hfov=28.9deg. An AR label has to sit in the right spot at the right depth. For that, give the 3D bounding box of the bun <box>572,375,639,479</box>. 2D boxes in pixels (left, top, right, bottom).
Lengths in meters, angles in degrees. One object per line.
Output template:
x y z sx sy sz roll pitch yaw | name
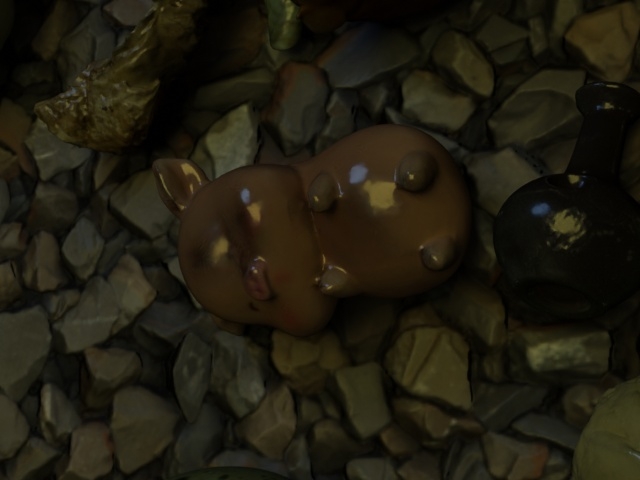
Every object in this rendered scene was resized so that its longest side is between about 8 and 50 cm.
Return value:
0.276 0.170 0.826 0.220 0.134 0.220 -7 72 21 | bun

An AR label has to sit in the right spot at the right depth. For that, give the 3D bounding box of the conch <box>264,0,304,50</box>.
-0.060 -0.373 1.085 0.203 0.169 0.386 23 99 65 | conch

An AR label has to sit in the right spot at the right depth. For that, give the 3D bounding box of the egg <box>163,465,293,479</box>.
-0.073 0.259 0.953 0.228 0.177 0.177 14 84 42 | egg

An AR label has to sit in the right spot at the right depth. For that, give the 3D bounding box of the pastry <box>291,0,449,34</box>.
0.066 -0.260 0.994 0.218 0.229 0.100 -51 50 51 | pastry

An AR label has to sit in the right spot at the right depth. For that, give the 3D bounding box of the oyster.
-0.154 -0.170 1.135 0.107 0.161 0.233 42 98 -5 | oyster

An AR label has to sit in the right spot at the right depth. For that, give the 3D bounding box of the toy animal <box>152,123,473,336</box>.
-0.001 -0.011 0.993 0.250 0.154 0.167 -12 95 18 | toy animal

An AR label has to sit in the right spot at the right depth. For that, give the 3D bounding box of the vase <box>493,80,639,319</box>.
0.201 -0.036 0.935 0.120 0.120 0.183 7 63 27 | vase

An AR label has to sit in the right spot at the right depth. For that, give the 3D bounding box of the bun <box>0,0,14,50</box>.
-0.469 -0.281 1.205 0.361 0.213 0.361 0 86 3 | bun
